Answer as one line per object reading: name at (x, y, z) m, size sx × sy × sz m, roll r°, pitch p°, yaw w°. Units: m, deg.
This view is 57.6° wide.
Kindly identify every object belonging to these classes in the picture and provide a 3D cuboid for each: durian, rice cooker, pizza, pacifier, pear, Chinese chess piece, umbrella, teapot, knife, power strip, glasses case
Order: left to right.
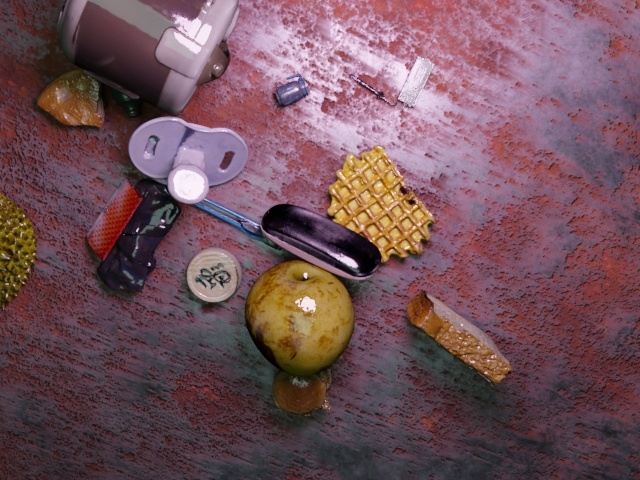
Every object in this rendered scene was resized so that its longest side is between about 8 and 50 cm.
durian at (-0.851, 0.062, 1.491) m, size 0.169 × 0.157 × 0.355 m, roll 43°, pitch 99°, yaw 29°
pizza at (-0.579, -0.341, 1.416) m, size 0.182 × 0.062 × 0.161 m, roll -36°, pitch 94°, yaw 13°
rice cooker at (-0.346, -0.452, 1.242) m, size 0.325 × 0.335 × 0.335 m, roll 26°, pitch 100°, yaw -18°
pacifier at (-0.306, -0.164, 1.356) m, size 0.278 × 0.207 × 0.227 m, roll 8°, pitch 137°, yaw -27°
Chinese chess piece at (-0.274, 0.089, 1.499) m, size 0.144 × 0.058 × 0.144 m, roll 0°, pitch 100°, yaw -1°
knife at (-0.227, -0.055, 1.489) m, size 0.296 × 0.026 × 0.044 m, roll 26°, pitch 111°, yaw -5°
teapot at (-0.069, -0.367, 1.424) m, size 0.083 × 0.064 × 0.049 m, roll -23°, pitch 131°, yaw 2°
pear at (-0.052, 0.191, 1.417) m, size 0.283 × 0.283 × 0.284 m, roll 0°, pitch 101°, yaw 0°
glasses case at (0.000, 0.000, 1.421) m, size 0.314 × 0.122 × 0.075 m, roll 26°, pitch 134°, yaw 13°
umbrella at (0.124, -0.372, 1.431) m, size 0.148 × 0.022 × 0.022 m, roll 30°, pitch 57°, yaw -5°
power strip at (0.231, -0.383, 1.428) m, size 0.051 × 0.019 × 0.136 m, roll 23°, pitch 100°, yaw -6°

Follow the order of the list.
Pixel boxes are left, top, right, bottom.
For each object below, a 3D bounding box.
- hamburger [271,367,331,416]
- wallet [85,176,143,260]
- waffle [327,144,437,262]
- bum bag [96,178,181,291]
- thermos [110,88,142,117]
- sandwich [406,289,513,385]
hamburger at (-0.043, 0.386, 1.518) m, size 0.185 × 0.131 × 0.159 m, roll 39°, pitch 102°, yaw -10°
wallet at (-0.519, -0.055, 1.461) m, size 0.103 × 0.020 × 0.196 m, roll 45°, pitch 104°, yaw 33°
waffle at (0.156, -0.083, 1.464) m, size 0.283 × 0.065 × 0.310 m, roll 7°, pitch 105°, yaw 1°
bum bag at (-0.458, -0.007, 1.476) m, size 0.137 × 0.074 × 0.310 m, roll 28°, pitch 99°, yaw 5°
thermos at (-0.481, -0.391, 1.403) m, size 0.083 × 0.073 × 0.188 m, roll -13°, pitch 101°, yaw 1°
sandwich at (0.331, 0.234, 1.439) m, size 0.251 × 0.226 × 0.087 m, roll 37°, pitch 101°, yaw -5°
